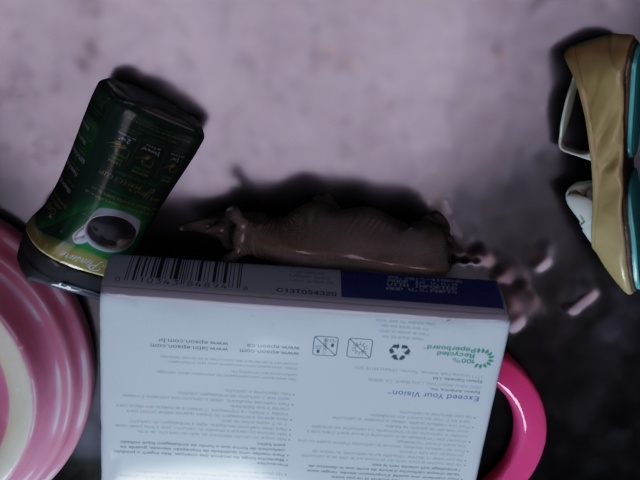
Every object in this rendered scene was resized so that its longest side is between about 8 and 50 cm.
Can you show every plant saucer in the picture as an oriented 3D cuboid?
[{"bbox_3d":[-0.373,0.125,0.930,0.332,0.084,0.332,-1,107,-3],"label":"plant saucer"}]

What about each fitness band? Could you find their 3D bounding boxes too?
[{"bbox_3d":[0.070,0.178,0.991,0.290,0.054,0.209,9,103,-7],"label":"fitness band"}]

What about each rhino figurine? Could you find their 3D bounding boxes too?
[{"bbox_3d":[0.000,0.000,0.902,0.243,0.106,0.073,7,105,-6],"label":"rhino figurine"}]

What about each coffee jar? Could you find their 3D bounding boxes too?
[{"bbox_3d":[-0.182,-0.038,0.889,0.096,0.079,0.184,21,105,-37],"label":"coffee jar"}]

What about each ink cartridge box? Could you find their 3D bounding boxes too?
[{"bbox_3d":[-0.025,0.174,0.908,0.324,0.071,0.330,4,120,-4],"label":"ink cartridge box"}]

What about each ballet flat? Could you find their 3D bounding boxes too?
[{"bbox_3d":[0.251,-0.066,0.926,0.073,0.080,0.232,2,106,25],"label":"ballet flat"}]
